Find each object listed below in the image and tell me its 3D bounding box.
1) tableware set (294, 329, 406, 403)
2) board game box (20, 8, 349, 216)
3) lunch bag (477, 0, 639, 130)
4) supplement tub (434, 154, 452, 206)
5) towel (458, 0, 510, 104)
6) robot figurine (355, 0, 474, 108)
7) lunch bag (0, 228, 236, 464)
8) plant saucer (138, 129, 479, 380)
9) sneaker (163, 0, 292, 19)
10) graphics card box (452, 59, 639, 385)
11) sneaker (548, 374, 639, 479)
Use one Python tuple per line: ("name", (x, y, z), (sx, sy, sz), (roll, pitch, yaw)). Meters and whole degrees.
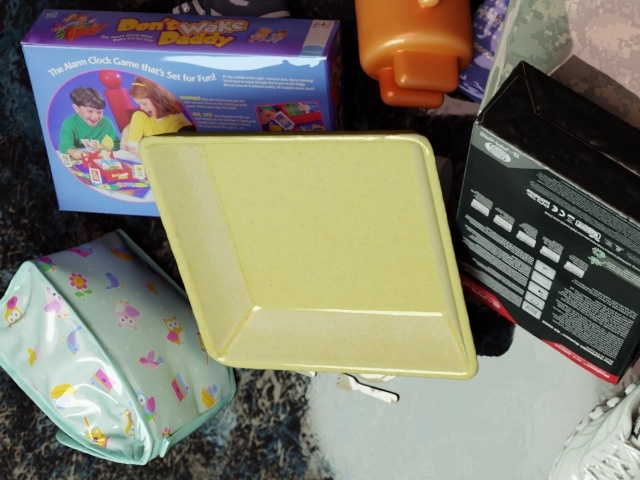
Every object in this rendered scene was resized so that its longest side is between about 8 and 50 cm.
("tableware set", (0.011, 0.112, 1.844), (0.194, 0.039, 0.128), (16, 102, 18))
("board game box", (-0.144, -0.137, 1.770), (0.347, 0.078, 0.233), (4, 129, 12))
("lunch bag", (0.315, -0.232, 1.583), (0.235, 0.169, 0.287), (19, 107, 15))
("supplement tub", (0.090, -0.070, 1.774), (0.107, 0.071, 0.071), (10, 100, 19))
("towel", (0.309, -0.255, 1.684), (0.243, 0.040, 0.336), (36, 108, 12))
("robot figurine", (0.102, -0.255, 1.696), (0.128, 0.158, 0.219), (-11, 69, 18))
("lunch bag", (-0.239, 0.136, 1.845), (0.262, 0.223, 0.160), (47, 116, 8))
("plant saucer", (0.000, 0.000, 1.724), (0.332, 0.081, 0.333), (1, 129, 21))
("sneaker", (-0.160, -0.255, 1.832), (0.282, 0.099, 0.153), (1, 99, 17))
("graphics card box", (0.253, -0.005, 1.578), (0.232, 0.371, 0.094), (34, 71, 15))
("sneaker", (0.337, 0.218, 1.692), (0.110, 0.118, 0.292), (40, 110, 10))
